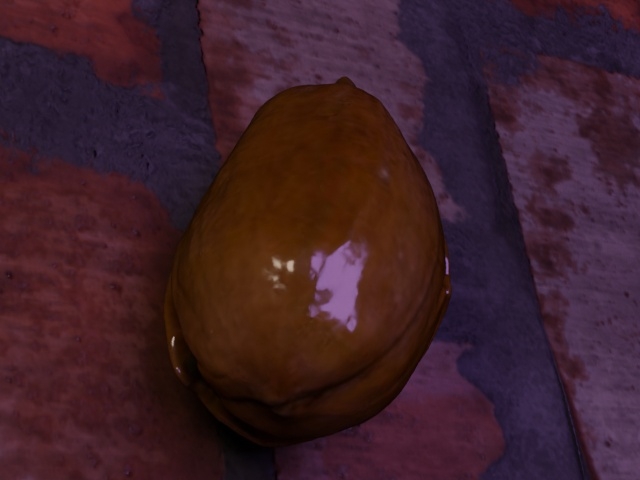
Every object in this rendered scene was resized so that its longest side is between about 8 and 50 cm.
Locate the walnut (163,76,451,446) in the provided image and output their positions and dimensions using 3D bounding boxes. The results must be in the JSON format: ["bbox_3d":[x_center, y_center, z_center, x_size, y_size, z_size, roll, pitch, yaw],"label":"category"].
[{"bbox_3d":[0.000,0.000,1.088,0.209,0.209,0.336,31,49,-21],"label":"walnut"}]
